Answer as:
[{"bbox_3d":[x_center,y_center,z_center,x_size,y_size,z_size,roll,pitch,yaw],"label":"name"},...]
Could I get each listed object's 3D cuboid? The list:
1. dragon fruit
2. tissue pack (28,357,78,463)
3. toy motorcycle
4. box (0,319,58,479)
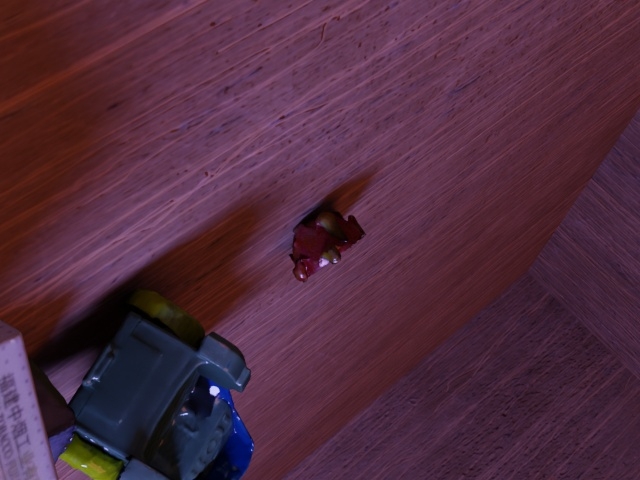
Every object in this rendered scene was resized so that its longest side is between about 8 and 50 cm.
[{"bbox_3d":[-0.001,0.000,1.179,0.112,0.068,0.126,-35,-177,32],"label":"dragon fruit"},{"bbox_3d":[-0.422,0.294,0.824,0.288,0.124,0.394,-19,150,-52],"label":"tissue pack"},{"bbox_3d":[-0.172,0.206,1.019,0.191,0.200,0.326,-59,172,-18],"label":"toy motorcycle"},{"bbox_3d":[-0.252,0.183,0.574,0.095,0.210,0.330,-28,125,-42],"label":"box"}]
